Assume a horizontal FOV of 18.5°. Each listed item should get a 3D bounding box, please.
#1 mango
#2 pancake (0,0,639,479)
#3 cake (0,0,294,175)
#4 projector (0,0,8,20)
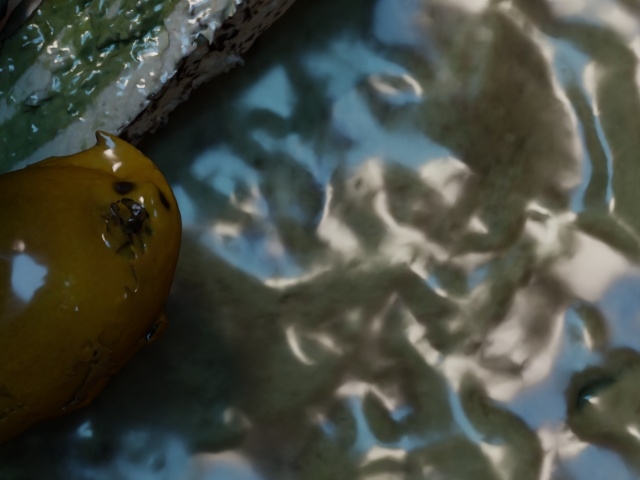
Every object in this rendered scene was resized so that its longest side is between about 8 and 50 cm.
[{"bbox_3d":[-0.090,0.022,0.487,0.127,0.077,0.063,-27,98,12],"label":"mango"},{"bbox_3d":[0.000,0.000,0.537,0.236,0.042,0.222,-15,72,2],"label":"pancake"},{"bbox_3d":[-0.049,-0.060,0.520,0.140,0.055,0.051,-41,73,-5],"label":"cake"},{"bbox_3d":[-0.319,-0.124,0.415,0.405,0.395,0.242,-24,74,-3],"label":"projector"}]
